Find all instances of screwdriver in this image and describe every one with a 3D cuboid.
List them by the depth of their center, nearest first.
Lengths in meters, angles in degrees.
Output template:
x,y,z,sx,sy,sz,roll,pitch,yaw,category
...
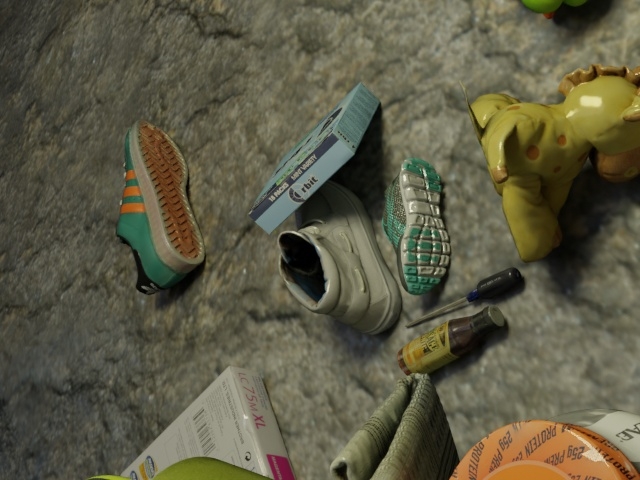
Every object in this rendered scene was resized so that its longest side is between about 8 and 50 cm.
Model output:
x,y,z,sx,sy,sz,roll,pitch,yaw,category
0.153,0.070,1.139,0.170,0.024,0.025,-37,77,42,screwdriver

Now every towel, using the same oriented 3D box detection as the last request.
x,y,z,sx,sy,sz,roll,pitch,yaw,category
0.094,0.282,0.812,0.056,0.324,0.312,-17,91,11,towel

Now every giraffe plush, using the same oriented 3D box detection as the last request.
x,y,z,sx,sy,sz,roll,pitch,yaw,category
0.244,-0.102,1.013,0.171,0.210,0.181,-19,51,9,giraffe plush

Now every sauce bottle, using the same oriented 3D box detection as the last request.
x,y,z,sx,sy,sz,roll,pitch,yaw,category
0.140,0.106,1.116,0.128,0.042,0.042,-36,49,33,sauce bottle

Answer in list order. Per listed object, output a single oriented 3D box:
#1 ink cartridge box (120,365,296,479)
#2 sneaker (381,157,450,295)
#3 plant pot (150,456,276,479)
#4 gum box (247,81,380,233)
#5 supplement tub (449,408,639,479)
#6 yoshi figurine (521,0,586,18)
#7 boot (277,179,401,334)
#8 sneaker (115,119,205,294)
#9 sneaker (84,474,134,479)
x,y,z,sx,sy,sz,roll,pitch,yaw,category
-0.165,0.328,1.351,0.311,0.065,0.185,-44,47,24,ink cartridge box
0.104,-0.009,1.207,0.076,0.065,0.166,-40,41,53,sneaker
-0.025,0.373,1.041,0.294,0.275,0.274,1,74,34,plant pot
-0.005,-0.105,1.302,0.157,0.041,0.184,-42,10,27,gum box
0.238,0.227,0.729,0.194,0.316,0.193,-24,56,41,supplement tub
0.207,-0.411,1.158,0.203,0.203,0.362,-40,49,22,yoshi figurine
0.000,0.000,1.259,0.095,0.123,0.258,-51,42,20,boot
-0.269,-0.054,1.609,0.121,0.108,0.302,-38,49,26,sneaker
-0.211,0.400,1.241,0.300,0.121,0.111,42,113,24,sneaker
